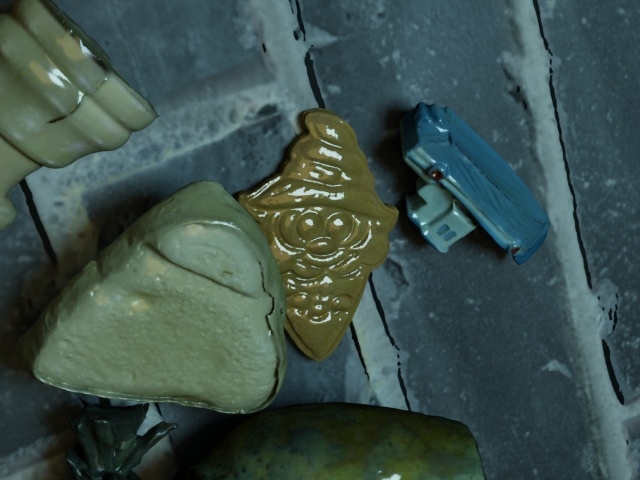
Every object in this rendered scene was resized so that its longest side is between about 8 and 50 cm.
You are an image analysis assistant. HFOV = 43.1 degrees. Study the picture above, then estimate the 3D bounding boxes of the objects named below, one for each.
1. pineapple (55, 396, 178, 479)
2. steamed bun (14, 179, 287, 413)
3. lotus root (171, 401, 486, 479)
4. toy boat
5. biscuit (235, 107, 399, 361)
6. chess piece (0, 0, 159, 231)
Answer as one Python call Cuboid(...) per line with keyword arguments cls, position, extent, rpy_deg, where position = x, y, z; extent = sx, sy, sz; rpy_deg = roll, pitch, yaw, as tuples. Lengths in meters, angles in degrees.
Cuboid(cls="pineapple", position=(-0.210, 0.263, 0.717), extent=(0.128, 0.128, 0.248), rpy_deg=(17, 92, -24))
Cuboid(cls="steamed bun", position=(-0.116, 0.041, 0.696), extent=(0.231, 0.110, 0.212), rpy_deg=(17, 120, -27))
Cuboid(cls="lotus root", position=(-0.020, 0.248, 0.759), extent=(0.260, 0.149, 0.267), rpy_deg=(5, 140, -16))
Cuboid(cls="toy boat", position=(0.139, -0.042, 0.803), extent=(0.215, 0.088, 0.102), rpy_deg=(37, 123, -26))
Cuboid(cls="biscuit", position=(0.000, 0.000, 0.779), extent=(0.162, 0.035, 0.250), rpy_deg=(-4, 107, -16))
Cuboid(cls="chess piece", position=(-0.280, -0.042, 0.615), extent=(0.307, 0.139, 0.124), rpy_deg=(-42, 96, -1))
